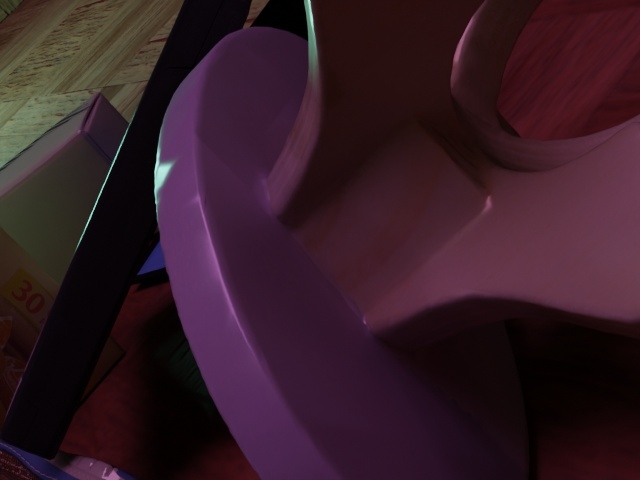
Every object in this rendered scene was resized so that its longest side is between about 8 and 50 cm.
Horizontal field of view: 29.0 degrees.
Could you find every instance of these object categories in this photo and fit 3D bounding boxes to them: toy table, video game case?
[{"bbox_3d":[0.054,-0.025,0.485,0.161,0.252,0.274,-43,51,28],"label":"toy table"},{"bbox_3d":[-0.102,-0.046,0.731,0.248,0.035,0.275,-90,25,-70],"label":"video game case"}]

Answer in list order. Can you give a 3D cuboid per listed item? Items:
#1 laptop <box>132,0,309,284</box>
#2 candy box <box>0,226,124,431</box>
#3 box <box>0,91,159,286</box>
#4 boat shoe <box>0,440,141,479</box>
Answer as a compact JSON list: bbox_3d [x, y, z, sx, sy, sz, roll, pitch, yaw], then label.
[{"bbox_3d":[-0.052,-0.116,0.906,0.136,0.264,0.234,15,51,17],"label":"laptop"},{"bbox_3d":[-0.306,0.033,0.820,0.183,0.316,0.087,-50,25,-19],"label":"candy box"},{"bbox_3d":[-0.262,0.002,1.071,0.275,0.113,0.094,-33,23,16],"label":"box"},{"bbox_3d":[-0.160,0.153,0.698,0.183,0.066,0.066,-7,42,54],"label":"boat shoe"}]
